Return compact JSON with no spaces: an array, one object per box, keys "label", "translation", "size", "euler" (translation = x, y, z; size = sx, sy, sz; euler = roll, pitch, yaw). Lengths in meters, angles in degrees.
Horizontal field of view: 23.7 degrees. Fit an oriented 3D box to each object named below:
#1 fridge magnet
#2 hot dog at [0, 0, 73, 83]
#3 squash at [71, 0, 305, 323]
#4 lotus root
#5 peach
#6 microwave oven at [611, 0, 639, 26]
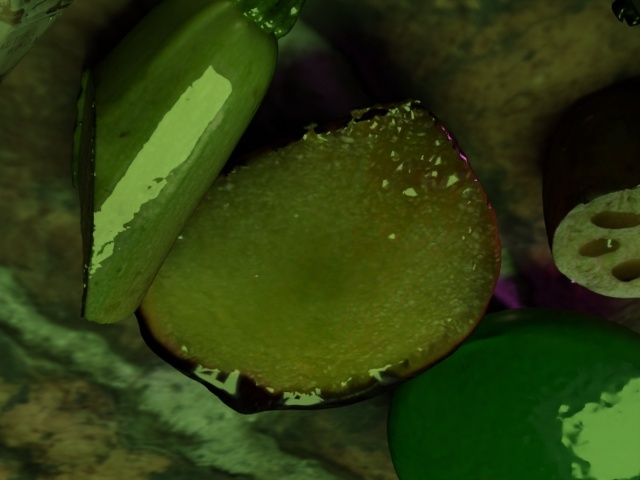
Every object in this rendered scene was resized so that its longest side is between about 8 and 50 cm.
[{"label":"fridge magnet","translation":[0.146,0.127,0.971],"size":[0.208,0.088,0.208],"euler":[7,123,11]},{"label":"hot dog","translation":[-0.176,-0.078,0.610],"size":[0.108,0.059,0.191],"euler":[18,138,-30]},{"label":"squash","translation":[-0.069,-0.061,0.674],"size":[0.075,0.090,0.200],"euler":[29,116,-9]},{"label":"lotus root","translation":[0.172,-0.026,0.825],"size":[0.112,0.081,0.122],"euler":[-19,147,4]},{"label":"peach","translation":[-0.001,-0.002,0.791],"size":[0.189,0.068,0.279],"euler":[5,143,-18]},{"label":"microwave oven","translation":[0.273,-0.051,0.589],"size":[0.218,0.355,0.286],"euler":[-37,142,26]}]
